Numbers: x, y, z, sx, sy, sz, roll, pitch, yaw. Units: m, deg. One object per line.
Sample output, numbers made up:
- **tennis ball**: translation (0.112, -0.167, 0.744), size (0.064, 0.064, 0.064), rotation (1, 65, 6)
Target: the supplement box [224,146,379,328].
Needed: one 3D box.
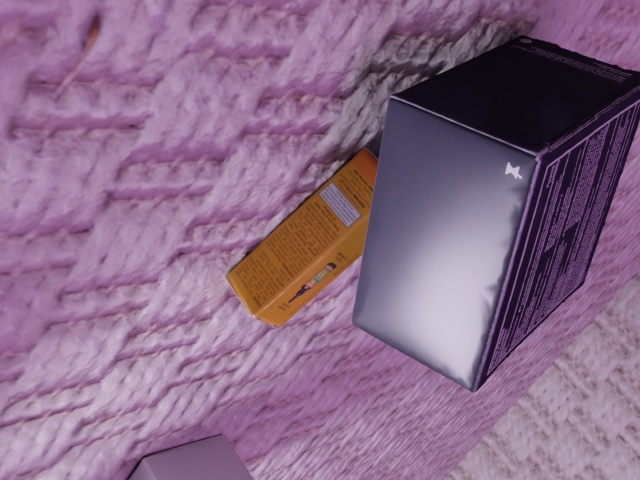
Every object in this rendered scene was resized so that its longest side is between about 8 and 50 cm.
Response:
- **supplement box**: translation (0.000, 0.000, 1.076), size (0.233, 0.080, 0.078), rotation (-44, 153, 5)

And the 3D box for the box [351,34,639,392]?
- **box**: translation (0.201, -0.044, 1.019), size (0.294, 0.183, 0.296), rotation (-32, 139, -46)

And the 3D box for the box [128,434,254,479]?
- **box**: translation (-0.162, 0.505, 1.348), size (0.168, 0.345, 0.215), rotation (-5, 138, -49)
